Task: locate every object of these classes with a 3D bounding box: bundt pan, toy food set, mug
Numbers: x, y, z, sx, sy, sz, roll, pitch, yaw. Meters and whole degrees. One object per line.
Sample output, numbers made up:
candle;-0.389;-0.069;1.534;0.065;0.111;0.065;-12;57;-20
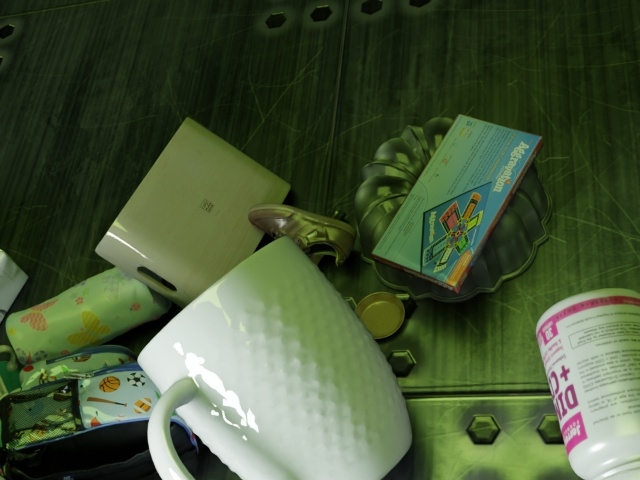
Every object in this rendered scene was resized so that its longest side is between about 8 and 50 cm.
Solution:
bundt pan;0.202;-0.071;1.462;0.331;0.124;0.330;-9;55;13
toy food set;-0.209;-0.044;1.545;0.220;0.092;0.306;34;59;-10
mug;-0.069;0.223;1.215;0.328;0.276;0.374;49;42;5

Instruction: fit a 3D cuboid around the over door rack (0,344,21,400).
over door rack;-0.630;0.271;1.442;0.324;0.108;0.239;-30;46;-17

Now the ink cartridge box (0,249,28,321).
ink cartridge box;-0.666;0.117;1.661;0.160;0.092;0.219;13;62;26

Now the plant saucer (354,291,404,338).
plant saucer;0.094;0.122;1.439;0.083;0.015;0.083;-9;55;13

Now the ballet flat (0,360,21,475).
ballet flat;-0.520;0.310;1.505;0.077;0.091;0.241;-47;44;24

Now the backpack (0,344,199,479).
backpack;-0.319;0.285;1.346;0.263;0.276;0.213;-9;55;-2

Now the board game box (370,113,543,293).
board game box;0.207;-0.063;1.360;0.145;0.027;0.281;21;67;31

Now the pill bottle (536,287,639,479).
pill bottle;0.390;0.219;1.181;0.160;0.160;0.283;-14;54;10

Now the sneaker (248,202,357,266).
sneaker;-0.038;-0.009;1.485;0.188;0.066;0.071;12;66;15

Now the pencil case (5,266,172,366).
pencil case;-0.397;0.122;1.553;0.273;0.113;0.124;-26;35;1

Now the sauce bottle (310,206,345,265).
sauce bottle;0.000;0.000;1.537;0.042;0.042;0.128;25;67;31

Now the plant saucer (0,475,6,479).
plant saucer;-0.475;0.391;1.242;0.400;0.400;0.100;14;49;26
